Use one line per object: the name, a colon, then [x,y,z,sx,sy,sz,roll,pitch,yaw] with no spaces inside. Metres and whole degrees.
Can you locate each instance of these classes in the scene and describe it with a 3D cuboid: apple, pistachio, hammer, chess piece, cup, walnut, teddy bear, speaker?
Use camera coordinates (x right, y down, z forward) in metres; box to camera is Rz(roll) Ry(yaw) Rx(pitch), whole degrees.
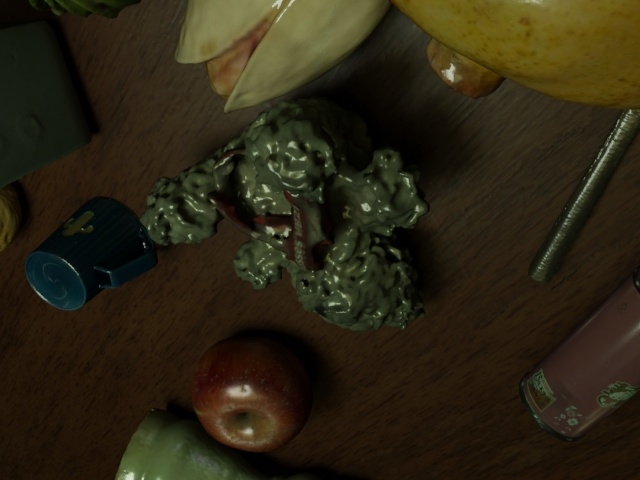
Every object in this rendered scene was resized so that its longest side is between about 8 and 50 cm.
apple: [-0.110,0.242,1.068,0.201,0.162,0.201,4,123,6]
pistachio: [-0.042,-0.257,0.707,0.187,0.187,0.299,47,129,-10]
hammer: [0.324,-0.065,0.779,0.125,0.027,0.297,22,126,8]
chess piece: [-0.137,0.479,1.194,0.442,0.234,0.234,14,124,10]
cup: [-0.352,0.027,1.028,0.176,0.155,0.131,9,124,18]
walnut: [-0.584,-0.037,1.096,0.180,0.144,0.144,-35,103,26]
teddy bear: [0.000,0.000,0.844,0.357,0.224,0.367,-19,115,45]
speaker: [-0.488,-0.153,0.821,0.183,0.406,0.184,3,117,20]

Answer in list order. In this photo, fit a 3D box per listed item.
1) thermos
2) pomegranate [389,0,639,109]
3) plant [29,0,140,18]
thermos: [0.402,0.124,0.813,0.136,0.109,0.330,32,126,1]
pomegranate: [0.197,-0.282,0.472,0.417,0.416,0.416,10,123,16]
plant: [-0.298,-0.291,0.717,0.251,0.333,0.180,-21,126,18]
